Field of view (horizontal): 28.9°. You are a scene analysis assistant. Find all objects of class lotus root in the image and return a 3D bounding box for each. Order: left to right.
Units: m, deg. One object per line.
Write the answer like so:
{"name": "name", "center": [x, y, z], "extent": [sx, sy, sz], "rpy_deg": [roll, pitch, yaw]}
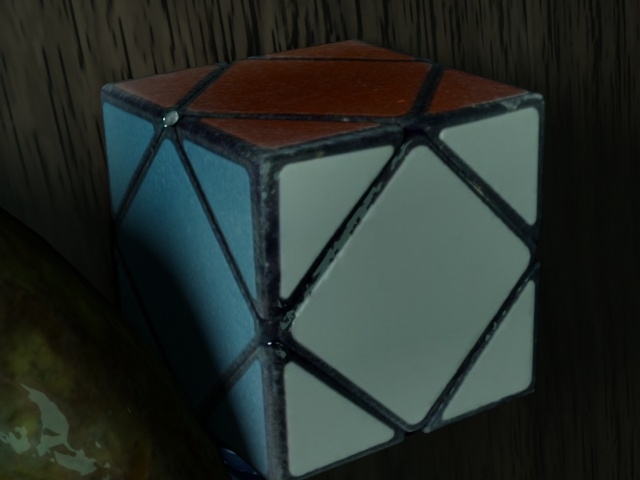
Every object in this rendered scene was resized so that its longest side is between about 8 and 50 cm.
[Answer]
{"name": "lotus root", "center": [-0.211, 0.093, 0.641], "extent": [0.250, 0.250, 0.346], "rpy_deg": [-49, 128, -11]}

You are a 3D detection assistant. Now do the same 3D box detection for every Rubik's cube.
{"name": "Rubik's cube", "center": [0.000, 0.000, 0.784], "extent": [0.207, 0.205, 0.205], "rpy_deg": [-17, 116, -31]}

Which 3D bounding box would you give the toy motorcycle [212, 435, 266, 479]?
{"name": "toy motorcycle", "center": [-0.097, 0.184, 0.872], "extent": [0.205, 0.076, 0.114], "rpy_deg": [-34, 131, -20]}
